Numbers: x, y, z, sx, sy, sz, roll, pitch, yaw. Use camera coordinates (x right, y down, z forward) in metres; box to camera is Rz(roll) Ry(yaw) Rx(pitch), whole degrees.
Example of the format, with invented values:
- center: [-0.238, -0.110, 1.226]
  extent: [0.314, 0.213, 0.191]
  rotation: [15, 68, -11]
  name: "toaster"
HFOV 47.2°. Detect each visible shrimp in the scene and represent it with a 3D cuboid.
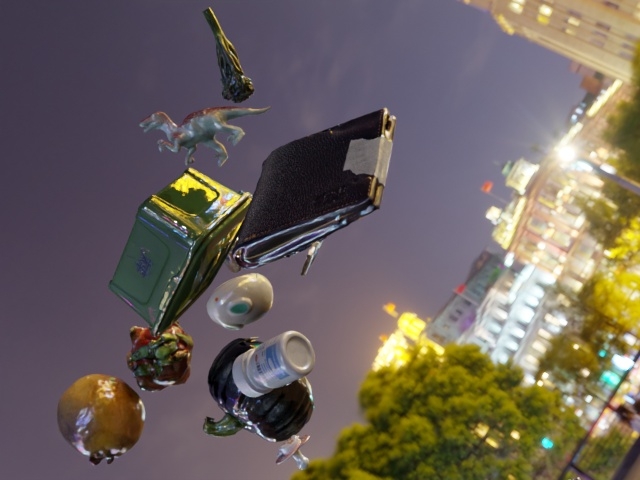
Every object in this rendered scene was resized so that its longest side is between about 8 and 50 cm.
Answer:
- center: [-0.280, 0.002, 2.182]
  extent: [0.048, 0.126, 0.223]
  rotation: [-26, -44, -26]
  name: "shrimp"

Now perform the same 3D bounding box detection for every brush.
- center: [0.000, 0.000, 2.079]
  extent: [0.336, 0.020, 0.085]
  rotation: [-62, -8, -62]
  name: "brush"

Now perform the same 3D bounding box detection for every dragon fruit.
- center: [-0.437, 0.314, 1.947]
  extent: [0.200, 0.198, 0.269]
  rotation: [-53, -1, 1]
  name: "dragon fruit"

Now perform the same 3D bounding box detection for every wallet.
- center: [-0.011, -0.083, 1.114]
  extent: [0.071, 0.262, 0.220]
  rotation: [49, -143, -29]
  name: "wallet"

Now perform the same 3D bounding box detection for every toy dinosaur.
- center: [-0.226, -0.242, 1.505]
  extent: [0.242, 0.167, 0.053]
  rotation: [-36, -3, -6]
  name: "toy dinosaur"

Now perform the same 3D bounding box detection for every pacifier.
- center: [-0.057, 0.496, 1.698]
  extent: [0.099, 0.078, 0.081]
  rotation: [-39, -1, -29]
  name: "pacifier"

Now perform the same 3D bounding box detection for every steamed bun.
- center: [-0.249, 0.203, 2.347]
  extent: [0.228, 0.130, 0.177]
  rotation: [-14, -37, -40]
  name: "steamed bun"

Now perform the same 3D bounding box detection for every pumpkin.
- center: [-0.167, 0.403, 1.856]
  extent: [0.296, 0.296, 0.295]
  rotation: [-45, -25, -28]
  name: "pumpkin"

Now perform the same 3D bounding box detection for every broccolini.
- center: [-0.191, -0.391, 1.543]
  extent: [0.068, 0.091, 0.202]
  rotation: [-17, -73, -16]
  name: "broccolini"

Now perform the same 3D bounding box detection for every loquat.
- center: [-0.562, 0.449, 1.887]
  extent: [0.193, 0.238, 0.238]
  rotation: [-36, -18, 14]
  name: "loquat"

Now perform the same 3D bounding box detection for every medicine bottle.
- center: [-0.102, 0.267, 1.579]
  extent: [0.168, 0.105, 0.105]
  rotation: [-31, -3, 38]
  name: "medicine bottle"

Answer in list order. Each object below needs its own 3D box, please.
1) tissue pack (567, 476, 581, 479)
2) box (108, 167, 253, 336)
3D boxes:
- center: [0.520, 0.669, 1.486]
  extent: [0.259, 0.361, 0.122]
  rotation: [-38, 7, 34]
  name: "tissue pack"
- center: [-0.305, 0.014, 1.578]
  extent: [0.328, 0.178, 0.253]
  rotation: [-55, -4, 36]
  name: "box"
